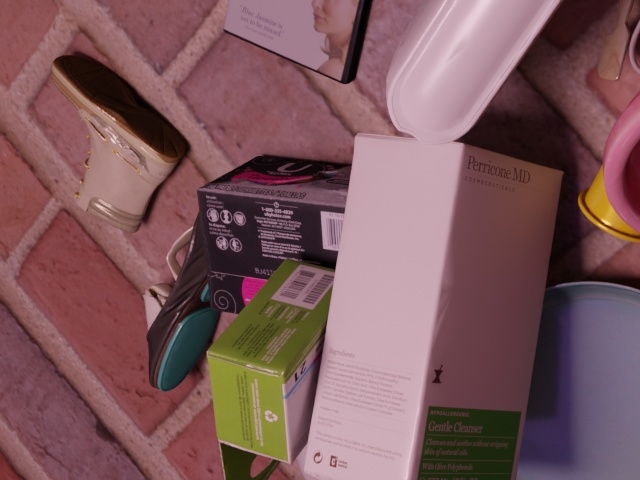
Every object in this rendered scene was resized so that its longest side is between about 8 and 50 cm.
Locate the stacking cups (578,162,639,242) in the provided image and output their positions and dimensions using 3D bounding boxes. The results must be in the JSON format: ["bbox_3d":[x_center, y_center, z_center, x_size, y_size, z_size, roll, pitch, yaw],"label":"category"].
[{"bbox_3d":[0.359,-0.147,1.447,0.096,0.096,0.316,33,125,18],"label":"stacking cups"}]

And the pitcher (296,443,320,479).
[{"bbox_3d":[0.055,0.213,1.801,0.178,0.125,0.207,6,101,24],"label":"pitcher"}]

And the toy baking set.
[{"bbox_3d":[0.341,-0.261,1.395,0.256,0.030,0.196,-27,62,50],"label":"toy baking set"}]

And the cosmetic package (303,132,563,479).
[{"bbox_3d":[0.120,0.083,1.551,0.155,0.197,0.365,10,91,43],"label":"cosmetic package"}]

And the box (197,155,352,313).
[{"bbox_3d":[0.000,0.000,1.725,0.247,0.142,0.163,7,113,29],"label":"box"}]

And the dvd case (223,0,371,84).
[{"bbox_3d":[-0.016,-0.324,1.673,0.180,0.022,0.253,27,122,23],"label":"dvd case"}]

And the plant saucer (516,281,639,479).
[{"bbox_3d":[0.310,0.192,1.625,0.318,0.044,0.317,6,107,18],"label":"plant saucer"}]

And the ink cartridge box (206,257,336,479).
[{"bbox_3d":[-0.029,0.178,1.624,0.097,0.189,0.255,13,128,24],"label":"ink cartridge box"}]

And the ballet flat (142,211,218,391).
[{"bbox_3d":[-0.170,0.066,1.910,0.096,0.095,0.280,42,117,24],"label":"ballet flat"}]

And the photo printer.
[{"bbox_3d":[0.174,-0.249,1.433,0.107,0.256,0.307,30,126,-4],"label":"photo printer"}]

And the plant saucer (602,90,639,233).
[{"bbox_3d":[0.423,-0.099,1.337,0.332,0.332,0.084,-31,47,39],"label":"plant saucer"}]

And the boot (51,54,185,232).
[{"bbox_3d":[-0.290,-0.125,1.911,0.213,0.077,0.165,41,129,9],"label":"boot"}]
